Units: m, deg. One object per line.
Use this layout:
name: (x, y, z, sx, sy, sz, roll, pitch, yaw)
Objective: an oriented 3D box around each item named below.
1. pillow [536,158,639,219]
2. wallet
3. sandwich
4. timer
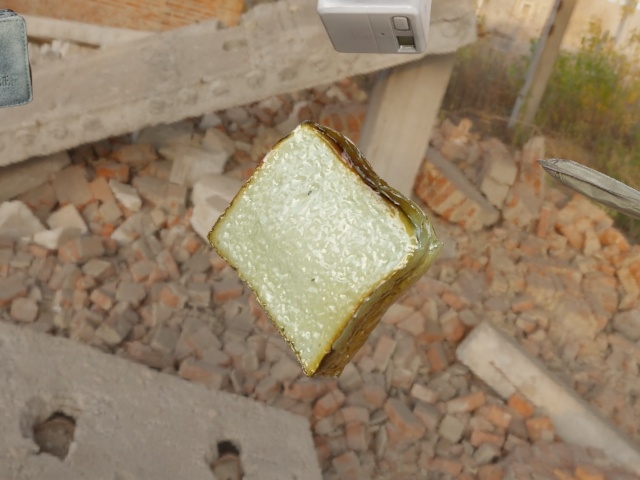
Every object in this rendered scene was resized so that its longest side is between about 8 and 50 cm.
pillow: (0.407, -0.061, 1.043, 0.130, 0.038, 0.232, 18, 14, -38)
wallet: (-0.584, -0.284, 1.240, 0.222, 0.167, 0.036, -21, 45, -37)
sandwich: (0.000, 0.000, 1.099, 0.301, 0.271, 0.099, 49, 14, 29)
timer: (0.112, -0.488, 1.463, 0.194, 0.195, 0.192, 3, -10, 13)
